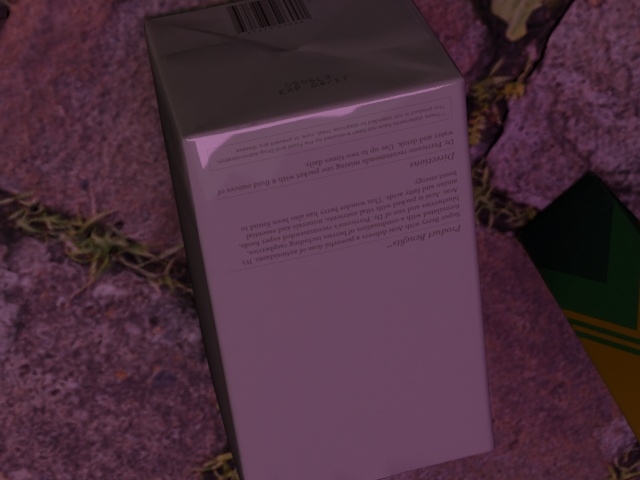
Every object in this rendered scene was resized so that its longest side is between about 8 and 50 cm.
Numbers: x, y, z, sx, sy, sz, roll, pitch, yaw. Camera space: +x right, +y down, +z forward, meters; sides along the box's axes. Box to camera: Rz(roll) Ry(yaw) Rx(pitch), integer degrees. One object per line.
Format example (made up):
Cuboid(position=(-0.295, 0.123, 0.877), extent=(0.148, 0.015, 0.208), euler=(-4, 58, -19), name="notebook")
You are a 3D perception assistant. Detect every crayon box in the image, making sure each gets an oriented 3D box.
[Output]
Cuboid(position=(0.268, 0.107, 1.189), extent=(0.081, 0.318, 0.202), euler=(-41, 122, 12), name="crayon box")

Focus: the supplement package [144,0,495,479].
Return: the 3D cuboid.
Cuboid(position=(0.000, 0.000, 1.142), extent=(0.177, 0.175, 0.293), euler=(-12, 123, -8), name="supplement package")
